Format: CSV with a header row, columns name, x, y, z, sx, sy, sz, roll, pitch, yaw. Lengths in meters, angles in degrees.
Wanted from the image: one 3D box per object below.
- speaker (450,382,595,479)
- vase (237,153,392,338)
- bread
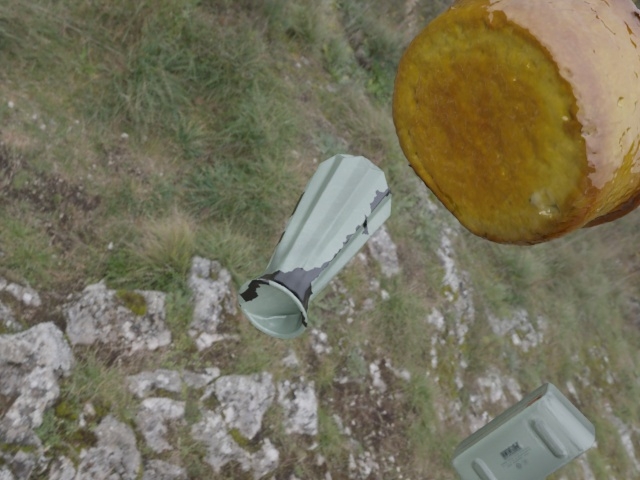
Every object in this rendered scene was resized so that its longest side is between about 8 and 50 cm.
name,x,y,z,sx,sy,sz,roll,pitch,yaw
speaker,0.591,0.613,1.924,0.184,0.406,0.183,51,22,11
vase,0.000,0.000,1.074,0.165,0.165,0.360,42,45,-8
bread,0.223,-0.140,0.704,0.172,0.312,0.312,-29,82,-32
